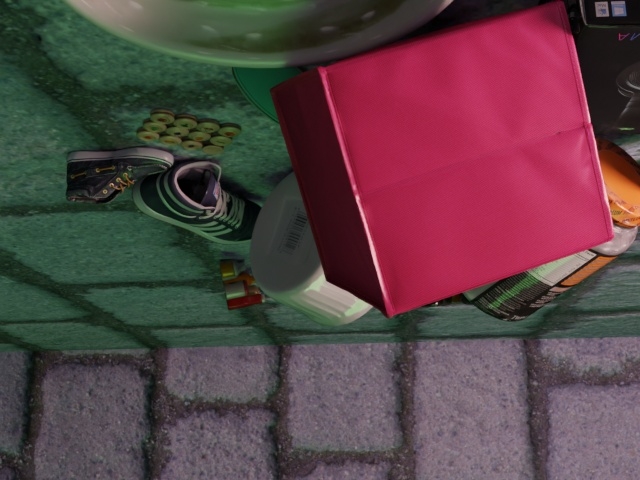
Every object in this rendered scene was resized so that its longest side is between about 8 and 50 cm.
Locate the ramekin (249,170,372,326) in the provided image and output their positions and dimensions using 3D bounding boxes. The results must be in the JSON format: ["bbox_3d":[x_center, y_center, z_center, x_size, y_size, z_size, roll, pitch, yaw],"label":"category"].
[{"bbox_3d":[0.000,0.000,1.432,0.135,0.277,0.277,24,152,-38],"label":"ramekin"}]

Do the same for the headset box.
[{"bbox_3d":[0.371,-0.224,0.913,0.247,0.131,0.283,0,164,1],"label":"headset box"}]

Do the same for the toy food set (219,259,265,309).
[{"bbox_3d":[-0.192,0.108,2.064,0.105,0.111,0.232,-11,164,-8],"label":"toy food set"}]

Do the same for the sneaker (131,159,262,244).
[{"bbox_3d":[-0.182,-0.066,1.486,0.282,0.099,0.153,16,159,-36],"label":"sneaker"}]

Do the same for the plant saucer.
[{"bbox_3d":[-0.059,-0.290,0.731,0.401,0.100,0.400,0,164,0],"label":"plant saucer"}]

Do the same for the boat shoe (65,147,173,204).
[{"bbox_3d":[-0.337,-0.105,1.374,0.184,0.083,0.065,-3,163,6],"label":"boat shoe"}]

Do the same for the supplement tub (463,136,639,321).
[{"bbox_3d":[0.377,-0.016,1.345,0.194,0.193,0.316,10,142,-32],"label":"supplement tub"}]

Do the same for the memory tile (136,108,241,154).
[{"bbox_3d":[-0.208,-0.169,1.288,0.148,0.012,0.113,8,162,-28],"label":"memory tile"}]

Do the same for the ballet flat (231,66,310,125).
[{"bbox_3d":[-0.005,-0.173,1.069,0.247,0.083,0.087,33,-162,0],"label":"ballet flat"}]

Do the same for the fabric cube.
[{"bbox_3d":[0.121,-0.090,0.901,0.258,0.259,0.254,-19,-169,-12],"label":"fabric cube"}]

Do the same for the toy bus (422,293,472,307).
[{"bbox_3d":[0.298,0.054,1.647,0.220,0.149,0.211,-9,174,30],"label":"toy bus"}]
